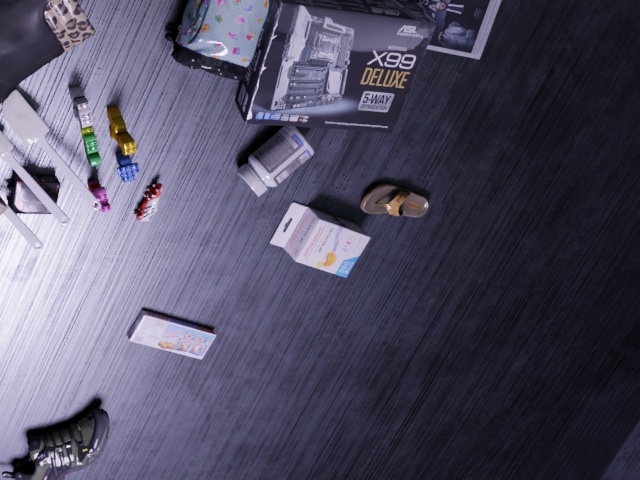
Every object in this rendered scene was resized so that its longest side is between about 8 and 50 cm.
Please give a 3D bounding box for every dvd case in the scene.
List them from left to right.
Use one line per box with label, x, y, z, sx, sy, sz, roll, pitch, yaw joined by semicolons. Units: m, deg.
dvd case;0.243;-0.453;1.838;0.238;0.029;0.179;3;117;-34

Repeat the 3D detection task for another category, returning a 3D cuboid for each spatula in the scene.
spatula;-0.491;-0.106;1.576;0.168;0.019;0.242;-37;117;-4

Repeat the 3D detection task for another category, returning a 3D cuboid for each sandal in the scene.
sandal;0.165;-0.076;2.020;0.180;0.049;0.072;8;114;-35

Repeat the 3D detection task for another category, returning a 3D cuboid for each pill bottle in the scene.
pill bottle;-0.086;-0.150;1.797;0.137;0.078;0.078;-40;132;-3

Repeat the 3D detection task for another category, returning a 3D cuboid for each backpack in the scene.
backpack;-0.156;-0.367;1.589;0.151;0.115;0.182;10;111;-33

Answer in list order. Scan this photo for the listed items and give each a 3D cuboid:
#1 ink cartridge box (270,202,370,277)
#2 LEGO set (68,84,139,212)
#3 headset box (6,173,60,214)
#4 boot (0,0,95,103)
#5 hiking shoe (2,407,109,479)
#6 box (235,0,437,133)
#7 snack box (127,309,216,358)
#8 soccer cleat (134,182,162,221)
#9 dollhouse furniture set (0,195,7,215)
ink cartridge box;0.000;0.000;1.958;0.181;0.061;0.104;18;108;-38
LEGO set;-0.354;-0.148;1.621;0.087;0.093;0.227;-19;127;-21
headset box;-0.490;-0.078;1.623;0.083;0.032;0.062;1;119;-34
boot;-0.518;-0.347;1.360;0.284;0.138;0.377;-35;135;-6
hiking shoe;-0.517;0.413;1.889;0.227;0.086;0.114;-45;135;3
box;0.026;-0.319;1.712;0.307;0.077;0.242;1;131;-27
snack box;-0.298;0.192;1.925;0.178;0.022;0.064;22;105;-39
soccer cleat;-0.308;-0.069;1.747;0.035;0.029;0.083;17;112;-47
dollhouse furniture set;-0.622;-0.076;1.422;0.161;0.212;0.242;-44;140;0
